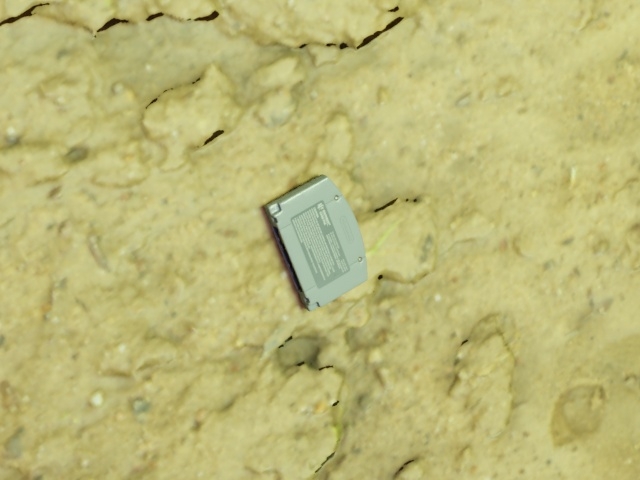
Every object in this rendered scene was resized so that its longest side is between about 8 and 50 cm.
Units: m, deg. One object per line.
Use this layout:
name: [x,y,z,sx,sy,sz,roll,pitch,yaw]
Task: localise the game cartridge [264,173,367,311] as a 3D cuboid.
game cartridge: [0.000,0.000,1.214,0.056,0.017,0.083,-28,114,-16]
